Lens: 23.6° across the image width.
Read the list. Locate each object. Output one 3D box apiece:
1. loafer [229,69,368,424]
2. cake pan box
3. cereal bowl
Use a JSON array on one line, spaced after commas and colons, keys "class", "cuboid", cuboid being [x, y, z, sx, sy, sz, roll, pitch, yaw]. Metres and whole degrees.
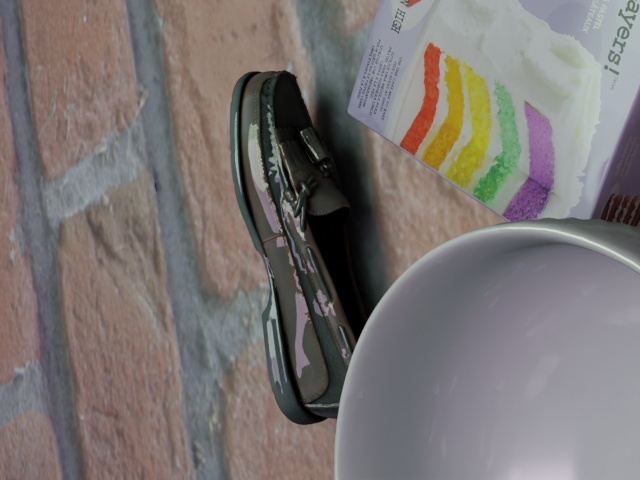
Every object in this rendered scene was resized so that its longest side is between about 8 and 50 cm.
[{"class": "loafer", "cuboid": [0.000, 0.000, 1.137, 0.084, 0.096, 0.268, -10, 88, 32]}, {"class": "cake pan box", "cuboid": [0.143, -0.152, 0.959, 0.246, 0.070, 0.267, 39, 119, 42]}, {"class": "cereal bowl", "cuboid": [0.166, 0.151, 0.855, 0.339, 0.141, 0.339, 6, 98, 50]}]
